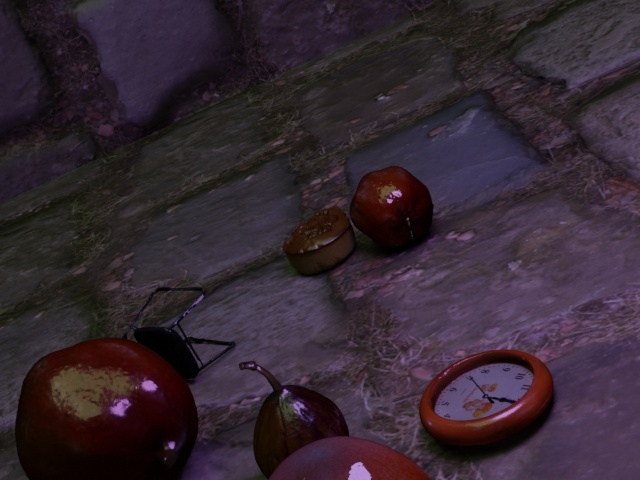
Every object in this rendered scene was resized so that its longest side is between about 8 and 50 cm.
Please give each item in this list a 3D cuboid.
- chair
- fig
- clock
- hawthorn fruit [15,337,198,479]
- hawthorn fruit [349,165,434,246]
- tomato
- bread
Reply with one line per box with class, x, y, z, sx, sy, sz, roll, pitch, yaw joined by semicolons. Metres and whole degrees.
chair;-0.294;0.208;2.203;0.145;0.140;0.221;-1;36;43
fig;-0.031;0.281;1.797;0.148;0.202;0.149;-4;-5;14
clock;0.245;0.233;1.759;0.205;0.051;0.205;-20;25;9
hawthorn fruit;-0.344;0.292;1.941;0.311;0.295;0.295;-14;27;21
hawthorn fruit;0.146;-0.054;2.298;0.157;0.157;0.194;-28;35;-6
tomato;0.035;0.371;1.500;0.255;0.224;0.256;-26;29;15
bread;0.008;0.000;2.386;0.125;0.086;0.156;9;42;48
